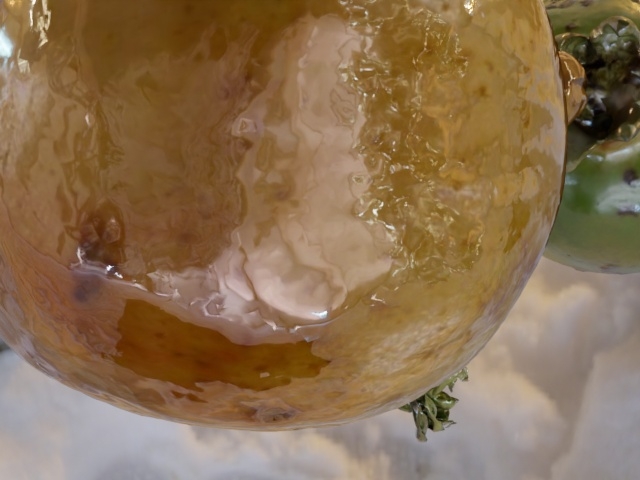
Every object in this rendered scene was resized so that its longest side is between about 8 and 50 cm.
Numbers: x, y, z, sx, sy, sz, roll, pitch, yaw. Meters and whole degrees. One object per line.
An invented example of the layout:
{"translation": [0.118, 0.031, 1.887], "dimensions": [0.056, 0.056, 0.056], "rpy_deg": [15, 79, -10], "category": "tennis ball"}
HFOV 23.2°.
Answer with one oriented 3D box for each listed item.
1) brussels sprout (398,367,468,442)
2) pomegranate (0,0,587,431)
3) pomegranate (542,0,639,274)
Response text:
{"translation": [0.063, 0.091, 1.027], "dimensions": [0.058, 0.085, 0.085], "rpy_deg": [-18, 55, -6], "category": "brussels sprout"}
{"translation": [-0.018, -0.076, 0.902], "dimensions": [0.410, 0.410, 0.410], "rpy_deg": [0, 53, 0], "category": "pomegranate"}
{"translation": [0.218, -0.072, 1.177], "dimensions": [0.230, 0.231, 0.286], "rpy_deg": [4, 17, 3], "category": "pomegranate"}
